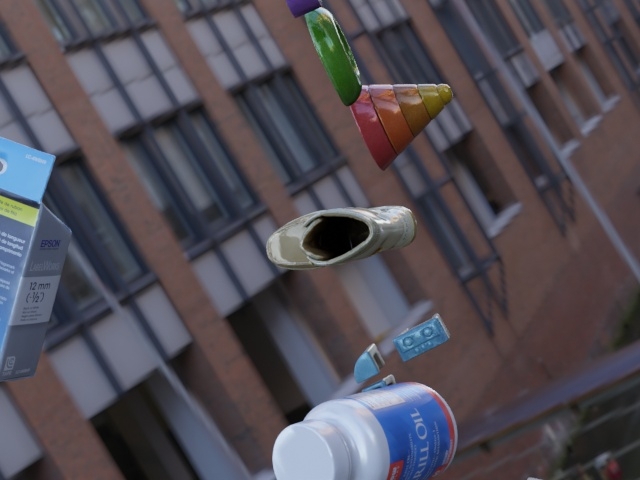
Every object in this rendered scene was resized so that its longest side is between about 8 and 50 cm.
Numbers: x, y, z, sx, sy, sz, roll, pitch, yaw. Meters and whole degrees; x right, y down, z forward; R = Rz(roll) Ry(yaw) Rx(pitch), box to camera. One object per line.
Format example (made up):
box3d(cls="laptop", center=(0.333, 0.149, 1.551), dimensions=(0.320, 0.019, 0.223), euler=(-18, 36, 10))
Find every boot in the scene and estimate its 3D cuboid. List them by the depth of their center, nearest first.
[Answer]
box3d(cls="boot", center=(0.000, 0.000, 2.032), dimensions=(0.262, 0.095, 0.203), euler=(-8, 1, 24))

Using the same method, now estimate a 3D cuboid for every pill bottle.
box3d(cls="pill bottle", center=(0.050, 0.239, 1.487), dimensions=(0.124, 0.124, 0.221), euler=(-28, -14, 38))

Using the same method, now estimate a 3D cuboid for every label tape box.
box3d(cls="label tape box", center=(-0.514, 0.008, 1.942), dimensions=(0.115, 0.249, 0.348), euler=(4, -76, -68))

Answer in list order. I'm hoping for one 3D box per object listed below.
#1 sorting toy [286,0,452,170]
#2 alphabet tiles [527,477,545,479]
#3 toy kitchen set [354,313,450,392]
box3d(cls="sorting toy", center=(0.067, -0.227, 1.541), dimensions=(0.126, 0.127, 0.365), euler=(-23, -36, 9))
box3d(cls="alphabet tiles", center=(0.307, 0.315, 1.287), dimensions=(0.198, 0.237, 0.009), euler=(1, 50, 47))
box3d(cls="toy kitchen set", center=(0.159, 0.247, 2.025), dimensions=(0.166, 0.207, 0.122), euler=(-28, 2, 15))
